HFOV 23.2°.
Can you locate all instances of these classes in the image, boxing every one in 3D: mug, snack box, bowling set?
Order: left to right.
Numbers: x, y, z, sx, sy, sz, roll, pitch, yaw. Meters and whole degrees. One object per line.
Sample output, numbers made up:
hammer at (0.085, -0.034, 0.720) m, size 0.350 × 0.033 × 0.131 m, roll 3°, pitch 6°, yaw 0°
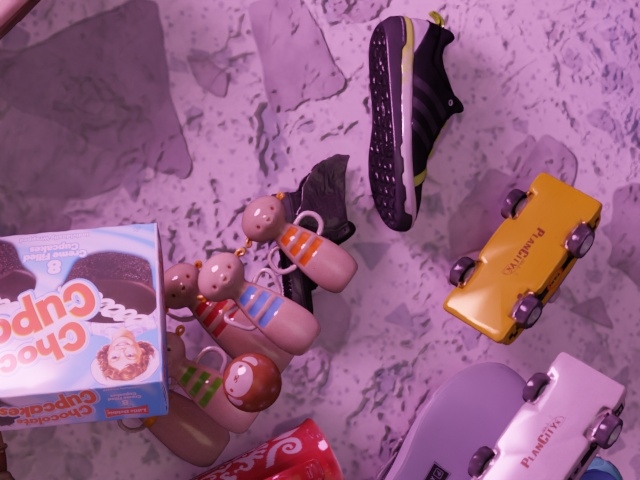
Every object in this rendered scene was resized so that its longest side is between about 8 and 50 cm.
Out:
snack box at (-0.302, 0.084, 1.419) m, size 0.322 × 0.060 × 0.187 m, roll -6°, pitch 50°, yaw -3°
bowling set at (-0.092, 0.081, 1.480) m, size 0.154 × 0.200 × 0.287 m, roll 36°, pitch 87°, yaw -2°
mug at (-0.067, 0.249, 1.542) m, size 0.169 × 0.150 × 0.113 m, roll -22°, pitch 51°, yaw -12°

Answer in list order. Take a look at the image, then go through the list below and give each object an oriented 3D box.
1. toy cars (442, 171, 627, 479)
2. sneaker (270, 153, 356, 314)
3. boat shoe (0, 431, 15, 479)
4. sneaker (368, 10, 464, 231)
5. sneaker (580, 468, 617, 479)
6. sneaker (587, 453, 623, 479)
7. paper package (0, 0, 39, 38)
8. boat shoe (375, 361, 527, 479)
toy cars at (0.223, 0.122, 1.603) m, size 0.176 × 0.087 × 0.393 m, roll -10°, pitch 62°, yaw 15°
sneaker at (-0.001, 0.000, 1.610) m, size 0.089 × 0.051 × 0.170 m, roll -10°, pitch 88°, yaw -13°
boat shoe at (-0.448, 0.207, 1.440) m, size 0.324 × 0.122 × 0.120 m, roll -3°, pitch 84°, yaw -25°
sneaker at (0.108, -0.126, 1.631) m, size 0.097 × 0.084 × 0.234 m, roll 1°, pitch 88°, yaw -18°
sneaker at (0.211, 0.295, 1.591) m, size 0.209 × 0.082 × 0.069 m, roll -25°, pitch 112°, yaw -5°
sneaker at (0.245, 0.352, 1.644) m, size 0.107 × 0.110 × 0.275 m, roll 36°, pitch 78°, yaw -13°
paper package at (-0.404, -0.312, 1.436) m, size 0.325 × 0.168 × 0.309 m, roll 44°, pitch 77°, yaw -10°
boat shoe at (0.114, 0.253, 1.609) m, size 0.113 × 0.105 × 0.306 m, roll 36°, pitch 57°, yaw -3°
